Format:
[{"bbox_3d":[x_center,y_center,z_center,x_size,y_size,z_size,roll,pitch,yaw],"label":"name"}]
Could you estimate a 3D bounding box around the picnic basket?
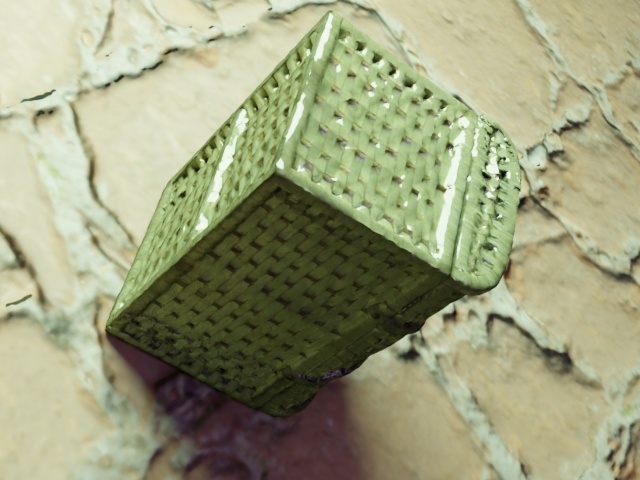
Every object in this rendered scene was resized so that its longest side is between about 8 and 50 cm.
[{"bbox_3d":[0.000,0.000,0.648,0.154,0.196,0.134,33,45,-19],"label":"picnic basket"}]
